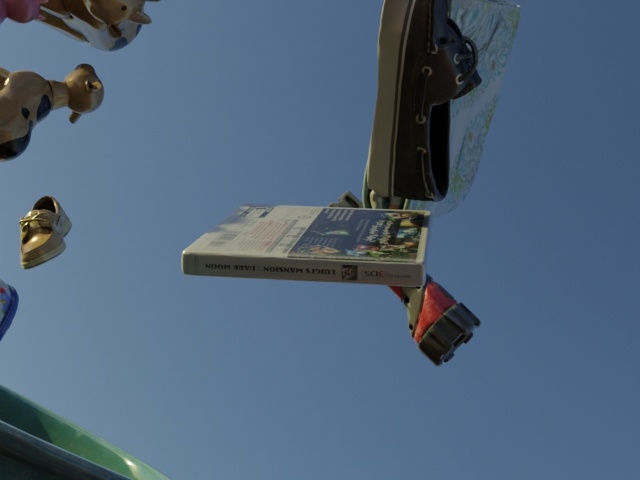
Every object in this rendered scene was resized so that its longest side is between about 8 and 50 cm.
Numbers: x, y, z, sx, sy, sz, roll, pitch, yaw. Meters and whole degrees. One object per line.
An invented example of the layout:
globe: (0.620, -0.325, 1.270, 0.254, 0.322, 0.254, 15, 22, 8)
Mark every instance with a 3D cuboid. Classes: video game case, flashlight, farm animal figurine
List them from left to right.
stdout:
farm animal figurine: (-0.265, -0.249, 0.990, 0.172, 0.327, 0.330, 26, -75, -4)
video game case: (0.000, 0.000, 0.725, 0.173, 0.190, 0.022, 2, -77, 8)
flashlight: (0.113, 0.064, 1.461, 0.304, 0.103, 0.103, 42, -33, 19)

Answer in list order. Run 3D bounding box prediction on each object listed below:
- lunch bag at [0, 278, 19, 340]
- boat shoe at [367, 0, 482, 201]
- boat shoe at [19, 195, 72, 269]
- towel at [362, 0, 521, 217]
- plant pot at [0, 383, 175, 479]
lunch bag: (-0.411, 0.090, 0.912, 0.219, 0.176, 0.090, 5, -28, 38)
boat shoe: (0.085, -0.124, 0.699, 0.076, 0.080, 0.229, 16, -55, 15)
boat shoe: (-0.293, -0.010, 0.952, 0.135, 0.050, 0.045, -118, -173, -69)
towel: (0.194, -0.203, 1.404, 0.090, 0.320, 0.375, 22, -74, 25)
plant pot: (-0.296, 0.218, 0.504, 0.341, 0.334, 0.341, 27, -14, 7)
